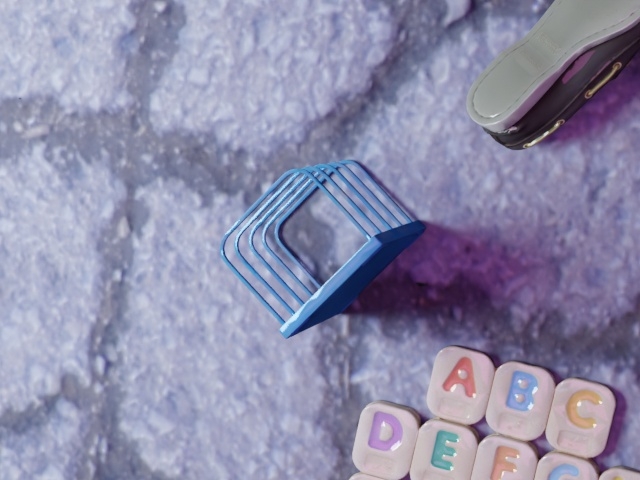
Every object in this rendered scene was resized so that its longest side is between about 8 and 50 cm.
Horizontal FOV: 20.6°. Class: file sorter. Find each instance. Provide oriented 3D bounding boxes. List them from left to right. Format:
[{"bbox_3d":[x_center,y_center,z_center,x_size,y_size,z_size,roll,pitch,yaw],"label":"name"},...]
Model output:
[{"bbox_3d":[0.000,0.000,1.548,0.104,0.170,0.118,46,105,7],"label":"file sorter"}]

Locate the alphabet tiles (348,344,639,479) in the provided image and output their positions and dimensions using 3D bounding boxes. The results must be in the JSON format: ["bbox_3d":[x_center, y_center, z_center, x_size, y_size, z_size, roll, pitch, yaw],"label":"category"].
[{"bbox_3d":[0.161,0.247,1.616,0.284,0.021,0.278,15,100,12],"label":"alphabet tiles"}]

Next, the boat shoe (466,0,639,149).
[{"bbox_3d":[0.230,-0.169,1.524,0.227,0.068,0.081,-40,47,11],"label":"boat shoe"}]
